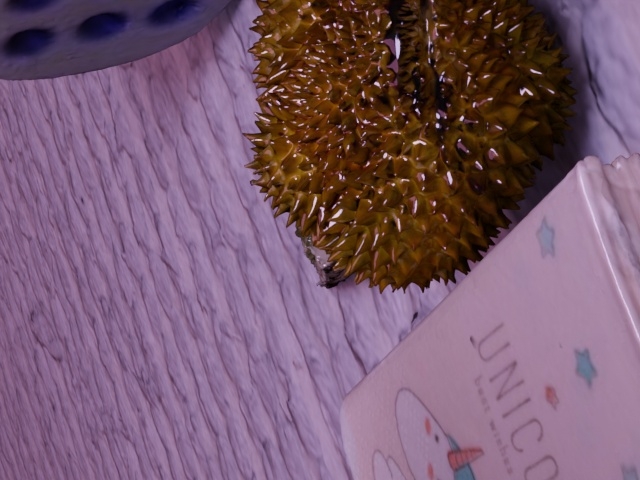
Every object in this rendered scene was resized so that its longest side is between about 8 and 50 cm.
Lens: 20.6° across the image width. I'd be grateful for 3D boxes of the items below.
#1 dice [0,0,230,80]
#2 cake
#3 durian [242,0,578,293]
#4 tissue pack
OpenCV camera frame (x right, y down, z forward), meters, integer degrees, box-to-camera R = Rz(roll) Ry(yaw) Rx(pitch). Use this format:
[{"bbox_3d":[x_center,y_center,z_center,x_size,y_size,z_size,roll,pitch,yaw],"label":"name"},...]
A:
[{"bbox_3d":[-0.157,-0.220,1.067,0.194,0.193,0.192,127,128,-62],"label":"dice"},{"bbox_3d":[0.000,0.000,0.999,0.051,0.055,0.140,66,160,8],"label":"cake"},{"bbox_3d":[0.034,-0.063,0.761,0.158,0.137,0.168,56,158,11],"label":"durian"},{"bbox_3d":[0.101,0.097,0.769,0.325,0.071,0.170,127,128,-63],"label":"tissue pack"}]
